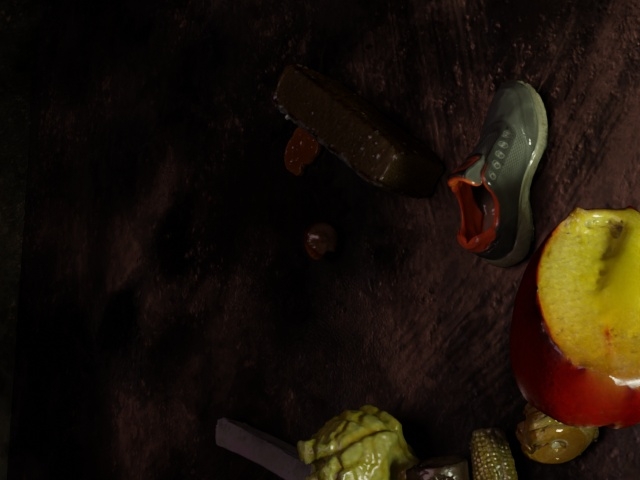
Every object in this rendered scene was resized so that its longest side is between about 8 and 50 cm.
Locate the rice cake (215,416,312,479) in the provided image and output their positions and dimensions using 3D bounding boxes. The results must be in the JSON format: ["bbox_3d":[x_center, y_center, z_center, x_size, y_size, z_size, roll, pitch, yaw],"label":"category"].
[{"bbox_3d":[-0.117,0.463,2.192,0.365,0.056,0.073,11,92,48],"label":"rice cake"}]

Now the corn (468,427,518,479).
[{"bbox_3d":[0.307,0.465,1.699,0.086,0.086,0.288,-24,64,43],"label":"corn"}]

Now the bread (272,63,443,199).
[{"bbox_3d":[0.069,-0.221,2.028,0.416,0.165,0.113,44,114,44],"label":"bread"}]

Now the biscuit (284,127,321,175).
[{"bbox_3d":[-0.037,-0.210,2.252,0.130,0.019,0.102,-54,47,27],"label":"biscuit"}]

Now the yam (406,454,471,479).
[{"bbox_3d":[0.216,0.523,1.738,0.131,0.131,0.280,-14,80,46],"label":"yam"}]

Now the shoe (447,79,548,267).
[{"bbox_3d":[0.293,-0.126,1.754,0.132,0.171,0.336,3,86,49],"label":"shoe"}]

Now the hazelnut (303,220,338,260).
[{"bbox_3d":[0.000,0.000,2.137,0.086,0.086,0.086,-11,75,47],"label":"hazelnut"}]

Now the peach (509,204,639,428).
[{"bbox_3d":[0.425,0.110,1.503,0.281,0.281,0.338,15,95,48],"label":"peach"}]

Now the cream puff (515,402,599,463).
[{"bbox_3d":[0.382,0.302,1.626,0.133,0.119,0.104,-32,37,10],"label":"cream puff"}]

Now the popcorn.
[{"bbox_3d":[0.071,0.432,1.849,0.195,0.255,0.256,-15,60,60],"label":"popcorn"}]
